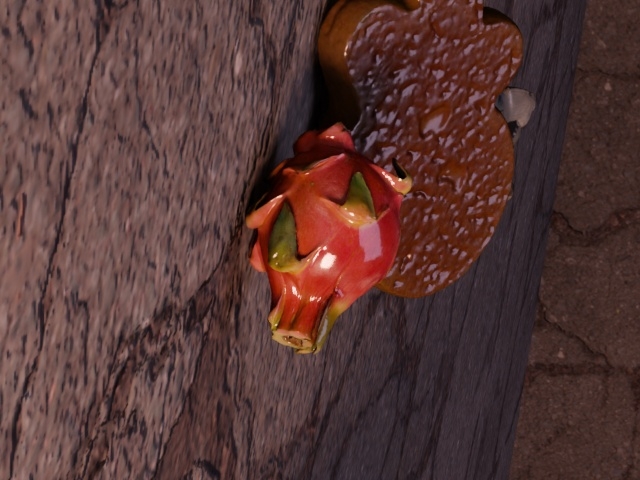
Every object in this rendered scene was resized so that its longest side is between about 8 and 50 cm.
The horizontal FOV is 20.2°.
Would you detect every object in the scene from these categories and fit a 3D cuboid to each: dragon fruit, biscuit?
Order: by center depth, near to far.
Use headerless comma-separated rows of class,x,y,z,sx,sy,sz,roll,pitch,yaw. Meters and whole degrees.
dragon fruit,0.000,0.001,0.942,0.086,0.081,0.116,103,4,-60
biscuit,0.059,-0.067,1.097,0.180,0.039,0.236,-37,134,-29

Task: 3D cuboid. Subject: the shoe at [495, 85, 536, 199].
shoe,0.092,-0.052,1.267,0.227,0.099,0.125,-10,104,-72
